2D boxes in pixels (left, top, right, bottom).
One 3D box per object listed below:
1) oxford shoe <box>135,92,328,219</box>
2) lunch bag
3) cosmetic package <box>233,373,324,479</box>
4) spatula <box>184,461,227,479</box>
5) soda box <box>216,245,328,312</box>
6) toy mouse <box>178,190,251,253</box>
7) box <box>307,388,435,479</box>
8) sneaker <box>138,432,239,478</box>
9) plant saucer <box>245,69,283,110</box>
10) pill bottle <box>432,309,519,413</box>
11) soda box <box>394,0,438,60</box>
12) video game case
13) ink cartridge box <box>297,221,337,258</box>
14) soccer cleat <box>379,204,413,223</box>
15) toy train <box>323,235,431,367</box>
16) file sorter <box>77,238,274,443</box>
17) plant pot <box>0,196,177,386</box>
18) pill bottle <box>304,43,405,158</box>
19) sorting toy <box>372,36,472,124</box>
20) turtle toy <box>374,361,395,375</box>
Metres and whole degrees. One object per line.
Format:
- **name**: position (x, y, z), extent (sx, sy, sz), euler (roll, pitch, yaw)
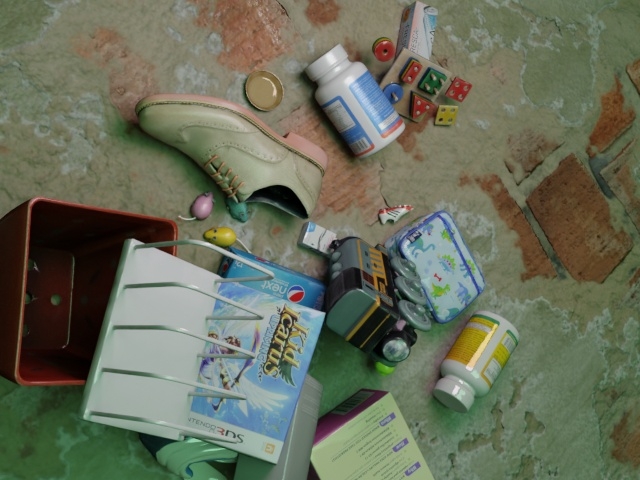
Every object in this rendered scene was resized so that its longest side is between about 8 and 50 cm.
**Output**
- **oxford shoe**: position (-0.162, -0.156, 1.506), extent (0.396, 0.140, 0.147), euler (18, 64, -24)
- **lunch bag**: position (0.249, 0.055, 1.733), extent (0.176, 0.090, 0.219), euler (-32, 100, -30)
- **cosmetic package**: position (-0.074, 0.355, 1.436), extent (0.127, 0.107, 0.238), euler (54, 46, -61)
- **spatula**: position (-0.197, 0.539, 1.490), extent (0.242, 0.019, 0.168), euler (45, 66, -15)
- **soda box**: position (-0.090, 0.083, 1.558), extent (0.210, 0.071, 0.067), euler (22, 95, -23)
- **toy mouse**: position (-0.191, -0.061, 1.554), extent (0.161, 0.031, 0.143), euler (14, 78, -25)
- **box**: position (0.083, 0.453, 1.586), extent (0.213, 0.117, 0.243), euler (-30, 97, -26)
- **sneaker**: position (-0.179, 0.277, 1.452), extent (0.322, 0.130, 0.236), euler (-34, 91, -20)
- **plant saucer**: position (-0.115, -0.303, 1.628), extent (0.083, 0.015, 0.083), euler (3, 83, -27)
- **pill bottle**: position (0.333, 0.264, 1.733), extent (0.117, 0.117, 0.208), euler (43, 67, -16)
- **soda box**: position (0.209, -0.433, 1.783), extent (0.063, 0.058, 0.183), euler (15, 78, -24)
- **video game case**: position (-0.147, 0.213, 1.365), extent (0.244, 0.061, 0.270), euler (19, 73, -2)
- **ink cartridge box**: position (0.000, 0.000, 1.645), extent (0.083, 0.028, 0.048), euler (24, 74, -23)
- **soccer cleat**: position (0.165, -0.057, 1.736), extent (0.083, 0.029, 0.036), euler (-12, 98, -24)
- **toy train**: position (0.099, 0.101, 1.534), extent (0.190, 0.334, 0.142), euler (35, 111, -15)
- **file sorter**: position (-0.205, 0.155, 1.209), extent (0.192, 0.173, 0.278), euler (28, 67, -44)
- **plant pot**: position (-0.413, 0.090, 1.286), extent (0.267, 0.235, 0.267), euler (10, 79, -48)
- **pill bottle**: position (0.067, -0.290, 1.658), extent (0.124, 0.124, 0.221), euler (-41, 103, -24)
- **sorting toy**: position (0.208, -0.323, 1.732), extent (0.274, 0.046, 0.132), euler (20, 118, -27)
- **turtle toy**: position (0.131, 0.215, 1.656), extent (0.095, 0.066, 0.130), euler (13, 49, -24)
